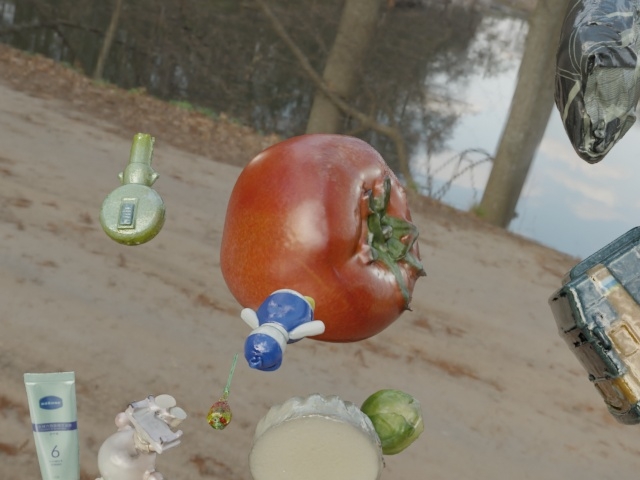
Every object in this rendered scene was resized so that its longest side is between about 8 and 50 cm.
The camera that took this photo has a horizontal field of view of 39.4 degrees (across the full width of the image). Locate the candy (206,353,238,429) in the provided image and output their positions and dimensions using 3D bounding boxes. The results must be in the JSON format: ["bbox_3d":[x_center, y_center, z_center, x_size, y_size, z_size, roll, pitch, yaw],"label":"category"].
[{"bbox_3d":[-0.217,0.346,2.072,0.060,0.060,0.201,15,49,-2],"label":"candy"}]

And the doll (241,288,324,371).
[{"bbox_3d":[-0.047,0.098,0.974,0.099,0.057,0.143,7,27,15],"label":"doll"}]

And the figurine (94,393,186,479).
[{"bbox_3d":[-0.414,0.476,2.013,0.182,0.256,0.144,37,23,3],"label":"figurine"}]

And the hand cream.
[{"bbox_3d":[-0.585,0.440,1.983,0.109,0.320,0.067,-2,14,-1],"label":"hand cream"}]

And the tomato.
[{"bbox_3d":[0.000,0.000,1.444,0.273,0.341,0.341,-10,1,36],"label":"tomato"}]

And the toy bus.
[{"bbox_3d":[0.363,0.044,0.844,0.167,0.275,0.138,56,0,12],"label":"toy bus"}]

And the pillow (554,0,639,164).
[{"bbox_3d":[0.316,-0.208,1.009,0.093,0.161,0.335,5,30,16],"label":"pillow"}]

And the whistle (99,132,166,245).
[{"bbox_3d":[-0.295,-0.086,1.431,0.104,0.198,0.057,1,-24,6],"label":"whistle"}]

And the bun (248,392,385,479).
[{"bbox_3d":[-0.007,0.388,1.761,0.263,0.263,0.175,13,29,-6],"label":"bun"}]

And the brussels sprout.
[{"bbox_3d":[0.155,0.398,1.969,0.155,0.155,0.117,28,-20,33],"label":"brussels sprout"}]
